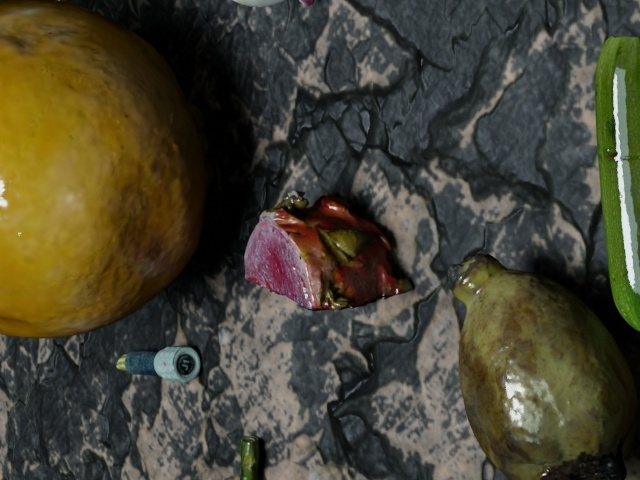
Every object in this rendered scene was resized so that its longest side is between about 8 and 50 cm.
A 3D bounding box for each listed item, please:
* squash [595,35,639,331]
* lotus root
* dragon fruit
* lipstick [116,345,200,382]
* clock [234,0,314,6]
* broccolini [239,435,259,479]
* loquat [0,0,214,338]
[{"bbox_3d":[0.242,-0.041,1.430,0.066,0.066,0.229,1,99,45],"label":"squash"},{"bbox_3d":[0.171,0.101,1.490,0.138,0.138,0.214,-38,71,43],"label":"lotus root"},{"bbox_3d":[0.000,0.000,1.664,0.147,0.102,0.096,17,108,47],"label":"dragon fruit"},{"bbox_3d":[-0.167,0.122,1.904,0.116,0.037,0.037,-1,98,51],"label":"lipstick"},{"bbox_3d":[-0.069,-0.282,1.634,0.144,0.103,0.231,28,157,22],"label":"clock"},{"bbox_3d":[-0.073,0.311,1.859,0.057,0.071,0.254,-110,27,-78],"label":"broccolini"},{"bbox_3d":[-0.261,-0.066,1.764,0.328,0.328,0.328,12,107,43],"label":"loquat"}]
